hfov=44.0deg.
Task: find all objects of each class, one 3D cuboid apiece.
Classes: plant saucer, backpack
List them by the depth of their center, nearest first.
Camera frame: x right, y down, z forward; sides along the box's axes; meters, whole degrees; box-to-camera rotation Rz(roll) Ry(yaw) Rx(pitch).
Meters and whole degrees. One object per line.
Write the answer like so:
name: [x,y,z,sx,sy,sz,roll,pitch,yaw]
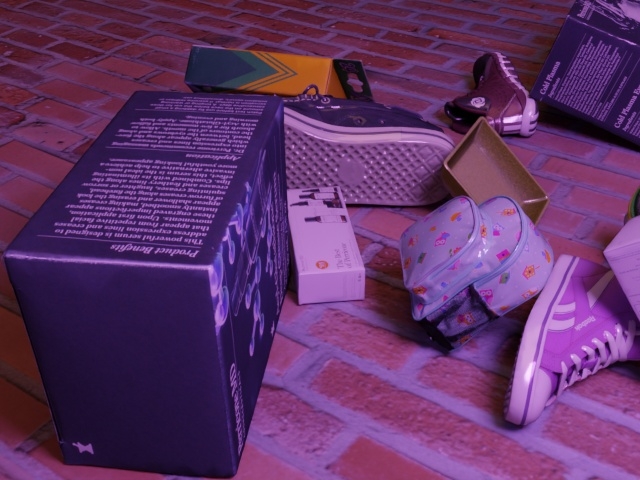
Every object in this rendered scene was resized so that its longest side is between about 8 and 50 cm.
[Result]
backpack: [0.200,0.026,1.037,0.188,0.144,0.166,-29,28,19]
plant saucer: [0.274,-0.083,1.276,0.188,0.045,0.188,49,43,-5]

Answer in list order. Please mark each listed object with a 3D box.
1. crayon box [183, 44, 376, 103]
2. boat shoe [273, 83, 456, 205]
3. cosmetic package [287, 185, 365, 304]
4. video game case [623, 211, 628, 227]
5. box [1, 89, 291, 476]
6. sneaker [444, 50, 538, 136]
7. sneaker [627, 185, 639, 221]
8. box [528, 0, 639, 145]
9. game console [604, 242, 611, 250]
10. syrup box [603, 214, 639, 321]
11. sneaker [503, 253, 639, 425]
crayon box: [-0.070,-0.279,1.505,0.322,0.203,0.083,8,79,14]
boat shoe: [-0.015,-0.161,1.352,0.499,0.187,0.156,4,32,-4]
cosmetic package: [0.000,0.000,1.214,0.098,0.061,0.239,-6,34,-6]
video game case: [0.517,0.059,1.090,0.193,0.023,0.213,8,56,13]
box: [-0.171,0.030,0.966,0.211,0.294,0.396,4,35,7]
sneaker: [0.319,-0.299,1.613,0.162,0.107,0.281,-9,35,-6]
sneaker: [0.510,0.020,1.028,0.109,0.124,0.296,-24,55,-12]
box: [0.618,-0.355,1.555,0.312,0.179,0.343,26,40,10]
game console: [0.529,0.032,1.199,0.124,0.085,0.144,-43,44,-4]
syrup box: [0.439,0.082,0.930,0.096,0.237,0.093,-24,9,48]
sneaker: [0.332,0.129,0.970,0.161,0.102,0.282,21,49,21]
